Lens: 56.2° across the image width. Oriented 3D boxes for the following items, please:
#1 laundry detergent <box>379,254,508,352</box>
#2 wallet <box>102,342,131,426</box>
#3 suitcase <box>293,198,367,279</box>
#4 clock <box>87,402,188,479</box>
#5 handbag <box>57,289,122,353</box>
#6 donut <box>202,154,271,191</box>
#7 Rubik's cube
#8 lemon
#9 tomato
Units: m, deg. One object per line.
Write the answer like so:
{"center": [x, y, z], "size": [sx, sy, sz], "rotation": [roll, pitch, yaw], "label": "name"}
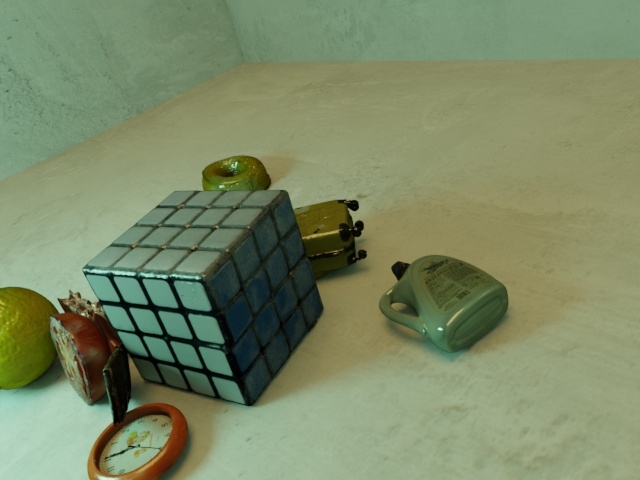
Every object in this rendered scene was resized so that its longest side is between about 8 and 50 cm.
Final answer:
{"center": [0.240, 0.117, 1.303], "size": [0.214, 0.105, 0.280], "rotation": [-33, 35, -22], "label": "laundry detergent"}
{"center": [-0.421, 0.296, 1.257], "size": [0.031, 0.122, 0.232], "rotation": [-10, 5, -13], "label": "wallet"}
{"center": [0.000, 0.000, 1.588], "size": [0.234, 0.143, 0.194], "rotation": [-12, 30, 7], "label": "suitcase"}
{"center": [-0.357, 0.405, 1.176], "size": [0.205, 0.051, 0.205], "rotation": [-15, 28, 8], "label": "clock"}
{"center": [-0.570, 0.212, 1.504], "size": [0.212, 0.158, 0.059], "rotation": [16, 43, 44], "label": "handbag"}
{"center": [-0.315, -0.226, 2.174], "size": [0.271, 0.107, 0.272], "rotation": [-12, 32, 8], "label": "donut"}
{"center": [-0.240, 0.106, 1.336], "size": [0.343, 0.338, 0.344], "rotation": [2, 33, 30], "label": "Rubik's cube"}
{"center": [-0.765, 0.238, 1.469], "size": [0.267, 0.268, 0.267], "rotation": [-13, 30, 7], "label": "lemon"}
{"center": [-0.539, 0.258, 1.372], "size": [0.085, 0.225, 0.224], "rotation": [-27, 30, -35], "label": "tomato"}
